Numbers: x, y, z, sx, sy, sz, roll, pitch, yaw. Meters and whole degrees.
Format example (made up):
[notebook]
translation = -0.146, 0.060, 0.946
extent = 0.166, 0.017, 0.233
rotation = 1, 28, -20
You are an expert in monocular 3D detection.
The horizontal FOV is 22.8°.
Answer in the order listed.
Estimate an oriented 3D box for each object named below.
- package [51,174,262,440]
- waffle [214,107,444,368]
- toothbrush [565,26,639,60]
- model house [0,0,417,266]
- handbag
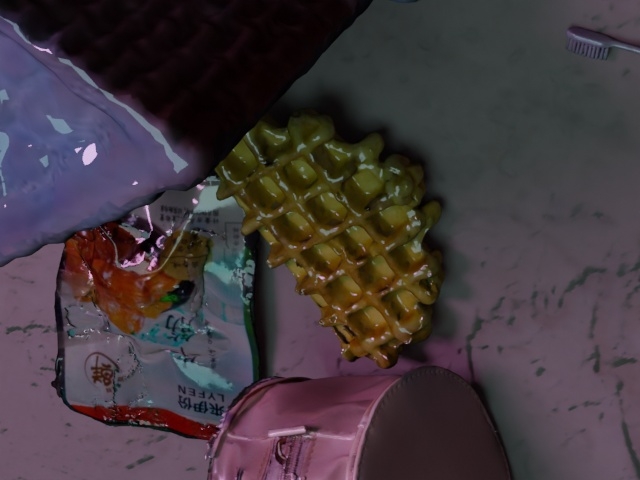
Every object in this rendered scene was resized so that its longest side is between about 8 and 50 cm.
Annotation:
[package]
translation = -0.118, 0.047, 1.116
extent = 0.166, 0.040, 0.232
rotation = 11, 123, 13
[waffle]
translation = 0.000, 0.000, 1.025
extent = 0.161, 0.046, 0.192
rotation = 6, 125, 15
[toothbrush]
translation = 0.217, -0.091, 0.892
extent = 0.167, 0.011, 0.014
rotation = 18, 130, 15
[model house]
translation = -0.132, -0.144, 0.812
extent = 0.339, 0.360, 0.297
rotation = 12, 122, 18
[handbag]
translation = 0.030, 0.176, 1.042
extent = 0.116, 0.179, 0.205
rotation = -6, 128, 37
